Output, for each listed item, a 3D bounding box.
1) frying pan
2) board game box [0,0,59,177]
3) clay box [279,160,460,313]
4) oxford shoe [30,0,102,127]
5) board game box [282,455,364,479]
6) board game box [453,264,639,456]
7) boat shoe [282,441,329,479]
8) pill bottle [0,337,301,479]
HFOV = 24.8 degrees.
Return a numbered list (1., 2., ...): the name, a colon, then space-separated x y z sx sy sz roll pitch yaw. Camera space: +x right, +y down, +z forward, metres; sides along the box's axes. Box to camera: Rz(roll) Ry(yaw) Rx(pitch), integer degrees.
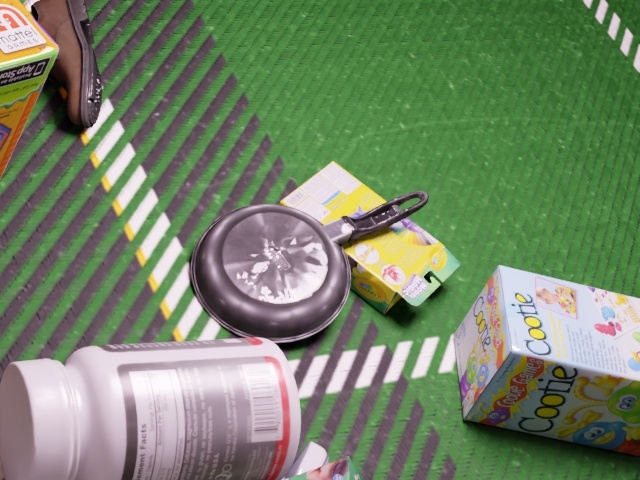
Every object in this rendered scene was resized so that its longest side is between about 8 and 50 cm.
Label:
1. frying pan: 0.004 0.025 1.788 0.326 0.053 0.197 -7 60 -13
2. board game box: -0.549 -0.146 1.430 0.356 0.356 0.356 47 40 15
3. clay box: 0.060 0.003 1.886 0.222 0.053 0.127 39 45 12
4. oxford shoe: -0.340 -0.232 1.914 0.096 0.083 0.227 -12 53 -8
5. board game box: -0.055 0.358 1.339 0.046 0.213 0.317 58 18 -34
6. board game box: 0.323 0.155 1.802 0.275 0.142 0.144 14 43 -15
7. boat shoe: -0.024 0.329 1.500 0.084 0.095 0.258 26 52 -7
8. pill bottle: -0.178 0.186 1.499 0.283 0.161 0.161 -1 49 -28
